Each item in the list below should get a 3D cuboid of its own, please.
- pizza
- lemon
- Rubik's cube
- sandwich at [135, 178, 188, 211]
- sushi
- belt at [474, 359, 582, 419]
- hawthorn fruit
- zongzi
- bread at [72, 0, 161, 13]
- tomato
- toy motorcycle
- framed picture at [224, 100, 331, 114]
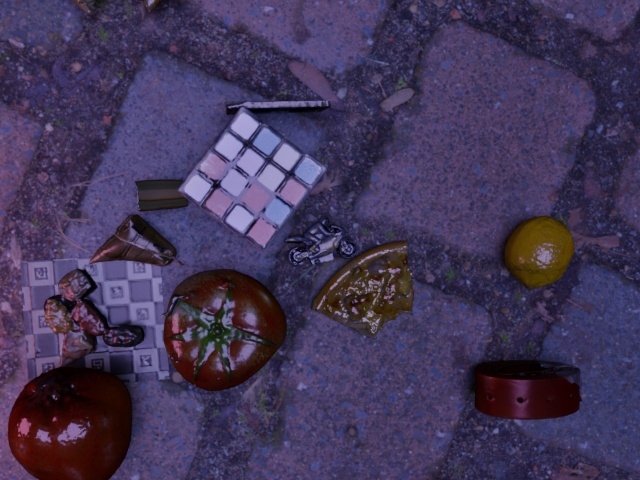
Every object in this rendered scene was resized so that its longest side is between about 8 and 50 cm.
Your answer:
[{"bbox_3d":[0.144,0.147,1.713,0.323,0.089,0.223,-34,93,-4],"label":"pizza"},{"bbox_3d":[0.594,0.029,1.719,0.181,0.180,0.193,36,109,-8],"label":"lemon"},{"bbox_3d":[-0.169,-0.146,1.569,0.253,0.259,0.256,37,88,-9],"label":"Rubik's cube"},{"bbox_3d":[-0.396,-0.116,1.587,0.114,0.163,0.079,-6,94,-8],"label":"sandwich"},{"bbox_3d":[-0.584,0.212,1.628,0.359,0.064,0.342,-3,93,-8],"label":"sushi"},{"bbox_3d":[0.563,0.395,1.710,0.324,0.227,0.115,0,93,-27],"label":"belt"},{"bbox_3d":[-0.594,0.457,1.535,0.295,0.295,0.311,-31,101,-5],"label":"hawthorn fruit"},{"bbox_3d":[-0.470,0.051,1.628,0.189,0.081,0.178,43,91,-8],"label":"zongzi"},{"bbox_3d":[-0.473,-0.712,1.543,0.314,0.191,0.370,43,99,-13],"label":"bread"},{"bbox_3d":[-0.243,0.223,1.587,0.304,0.239,0.303,0,84,1],"label":"tomato"},{"bbox_3d":[0.000,0.000,1.697,0.194,0.061,0.124,-8,91,-7],"label":"toy motorcycle"},{"bbox_3d":[-0.112,-0.339,1.603,0.260,0.189,0.023,-3,98,-8],"label":"framed picture"}]
